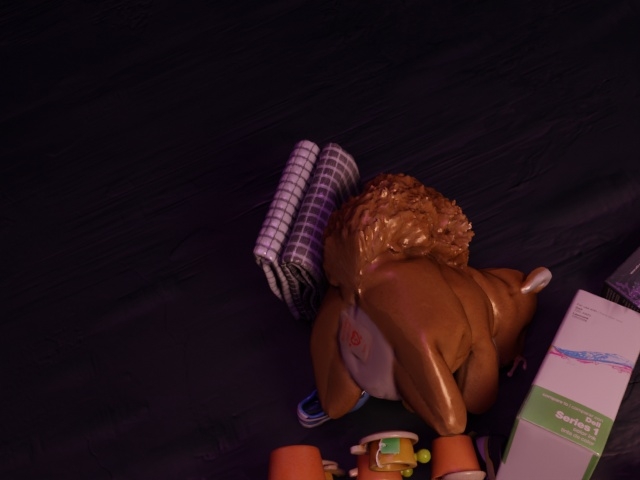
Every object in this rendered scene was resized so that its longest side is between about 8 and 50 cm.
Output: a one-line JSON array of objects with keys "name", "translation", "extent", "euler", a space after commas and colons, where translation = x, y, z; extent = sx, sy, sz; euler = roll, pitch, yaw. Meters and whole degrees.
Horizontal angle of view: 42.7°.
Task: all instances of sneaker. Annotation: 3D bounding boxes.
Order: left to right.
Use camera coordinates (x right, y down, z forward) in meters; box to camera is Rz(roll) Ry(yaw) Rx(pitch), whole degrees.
[{"name": "sneaker", "translation": [0.024, 0.266, 1.377], "extent": [0.144, 0.059, 0.053], "euler": [-30, 59, -4]}, {"name": "sneaker", "translation": [0.258, 0.412, 1.255], "extent": [0.097, 0.084, 0.234], "euler": [-18, 58, 38]}]

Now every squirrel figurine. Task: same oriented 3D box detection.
[{"name": "squirrel figurine", "translation": [0.185, 0.071, 1.266], "extent": [0.370, 0.281, 0.397], "euler": [-14, 87, -37]}]

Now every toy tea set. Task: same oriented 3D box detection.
[{"name": "toy tea set", "translation": [0.072, 0.364, 1.206], "extent": [0.336, 0.200, 0.124], "euler": [-15, 62, 20]}]

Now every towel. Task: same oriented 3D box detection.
[{"name": "towel", "translation": [0.000, 0.000, 1.391], "extent": [0.121, 0.283, 0.235], "euler": [9, 64, 18]}]

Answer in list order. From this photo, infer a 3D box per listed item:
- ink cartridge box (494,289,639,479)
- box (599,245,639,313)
[{"name": "ink cartridge box", "translation": [0.362, 0.239, 1.179], "extent": [0.117, 0.201, 0.278], "euler": [23, 45, 21]}, {"name": "box", "translation": [0.568, 0.080, 1.327], "extent": [0.156, 0.093, 0.158], "euler": [-43, 64, -10]}]
